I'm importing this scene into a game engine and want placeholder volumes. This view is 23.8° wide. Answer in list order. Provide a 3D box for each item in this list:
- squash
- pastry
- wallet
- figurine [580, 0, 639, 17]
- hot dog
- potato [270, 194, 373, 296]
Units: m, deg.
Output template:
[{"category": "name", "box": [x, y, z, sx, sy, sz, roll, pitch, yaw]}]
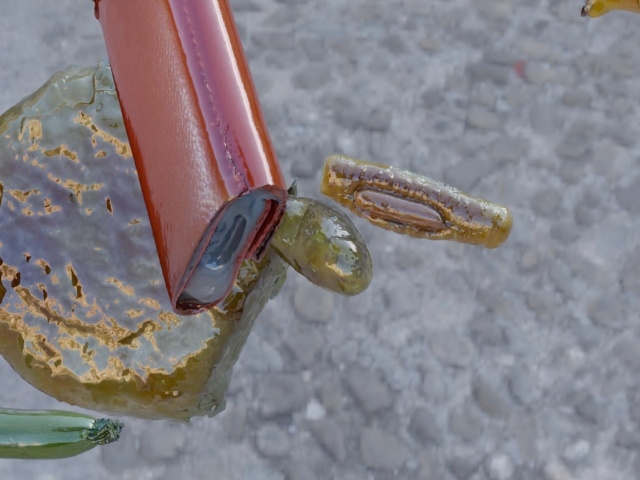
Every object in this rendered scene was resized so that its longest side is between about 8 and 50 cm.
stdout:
[{"category": "squash", "box": [-0.268, 0.170, 1.356, 0.183, 0.052, 0.052, 2, 45, -2]}, {"category": "pastry", "box": [-0.142, -0.001, 1.084, 0.235, 0.257, 0.121, 25, 9, 5]}, {"category": "wallet", "box": [-0.074, -0.078, 0.814, 0.045, 0.142, 0.204, -6, 64, -24]}, {"category": "figurine", "box": [0.251, -0.122, 0.731, 0.246, 0.156, 0.131, 10, 84, 13]}, {"category": "hot dog", "box": [0.064, -0.022, 1.039, 0.137, 0.044, 0.028, 19, 29, 1]}, {"category": "potato", "box": [0.000, 0.000, 0.872, 0.046, 0.045, 0.092, -29, 42, -25]}]
